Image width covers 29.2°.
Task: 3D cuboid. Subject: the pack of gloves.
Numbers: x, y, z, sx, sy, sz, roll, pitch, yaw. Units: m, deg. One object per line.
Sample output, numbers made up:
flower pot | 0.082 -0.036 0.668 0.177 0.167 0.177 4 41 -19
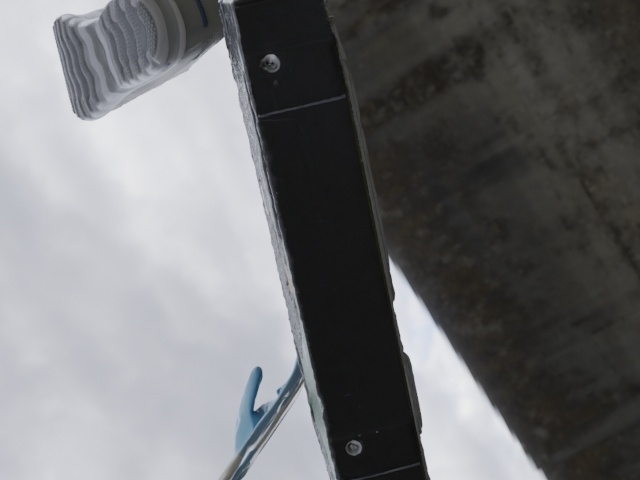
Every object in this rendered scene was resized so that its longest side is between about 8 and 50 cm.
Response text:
pack of gloves | -0.087 0.200 1.166 0.046 0.232 0.195 33 154 5

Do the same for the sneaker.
sneaker | -0.168 -0.177 1.163 0.115 0.281 0.105 -17 -80 -30

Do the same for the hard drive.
hard drive | 0.000 0.000 0.822 0.237 0.064 0.338 -121 19 -78
